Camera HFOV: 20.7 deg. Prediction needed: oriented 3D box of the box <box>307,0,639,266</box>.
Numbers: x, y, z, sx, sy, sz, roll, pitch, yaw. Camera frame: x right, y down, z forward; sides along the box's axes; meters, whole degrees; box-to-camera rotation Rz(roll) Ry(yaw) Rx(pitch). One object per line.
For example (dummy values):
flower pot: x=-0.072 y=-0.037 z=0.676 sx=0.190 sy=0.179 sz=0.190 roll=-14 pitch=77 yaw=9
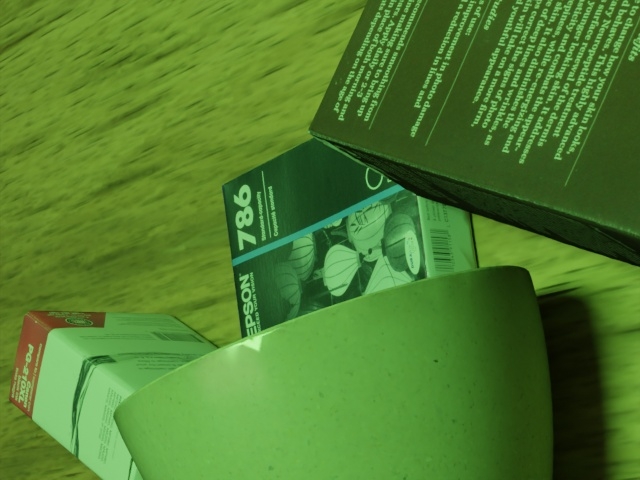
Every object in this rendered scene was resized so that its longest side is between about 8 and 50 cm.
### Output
box: x=0.181 y=-0.101 z=1.232 sx=0.381 sy=0.143 sz=0.191 roll=22 pitch=86 yaw=53

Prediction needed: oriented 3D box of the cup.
cup: x=0.038 y=0.188 z=1.299 sx=0.331 sy=0.331 sz=0.237 roll=-31 pitch=74 yaw=47

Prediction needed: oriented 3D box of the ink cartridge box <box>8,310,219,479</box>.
ink cartridge box: x=-0.160 y=0.152 z=1.656 sx=0.237 sy=0.172 sz=0.100 roll=29 pitch=110 yaw=49

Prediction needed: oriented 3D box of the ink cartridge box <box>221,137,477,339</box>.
ink cartridge box: x=0.000 y=0.000 z=1.553 sx=0.332 sy=0.065 sz=0.165 roll=-26 pitch=67 yaw=49
